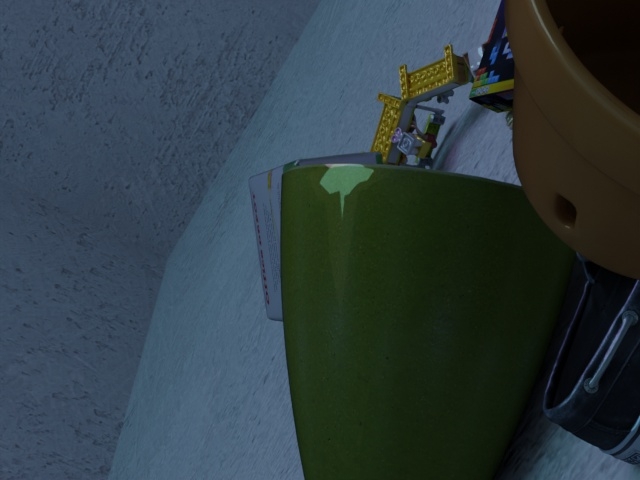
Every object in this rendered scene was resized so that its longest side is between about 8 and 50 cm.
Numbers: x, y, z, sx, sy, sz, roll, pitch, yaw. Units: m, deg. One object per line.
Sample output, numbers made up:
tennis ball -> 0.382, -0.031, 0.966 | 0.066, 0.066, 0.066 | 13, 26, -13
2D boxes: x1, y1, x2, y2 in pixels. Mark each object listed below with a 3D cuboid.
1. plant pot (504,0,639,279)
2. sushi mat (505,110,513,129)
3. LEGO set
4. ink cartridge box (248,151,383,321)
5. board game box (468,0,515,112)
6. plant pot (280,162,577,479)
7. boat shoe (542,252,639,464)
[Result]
plant pot -> 0.249, -0.106, 0.964 | 0.203, 0.291, 0.290 | 105, -177, -59
sushi mat -> 0.295, -0.278, 1.668 | 0.316, 0.019, 0.151 | -59, 12, 20
LEGO set -> 0.155, -0.160, 1.870 | 0.287, 0.107, 0.132 | -56, 47, 27
ink cartridge box -> 0.000, 0.000, 1.891 | 0.278, 0.117, 0.201 | 172, 90, -75
board game box -> 0.242, -0.220, 1.610 | 0.170, 0.048, 0.141 | -3, 67, 65
plant pot -> 0.080, 0.104, 1.294 | 0.275, 0.275, 0.293 | 164, 115, -74
boat shoe -> 0.242, 0.011, 1.087 | 0.301, 0.102, 0.108 | -67, 13, -15
